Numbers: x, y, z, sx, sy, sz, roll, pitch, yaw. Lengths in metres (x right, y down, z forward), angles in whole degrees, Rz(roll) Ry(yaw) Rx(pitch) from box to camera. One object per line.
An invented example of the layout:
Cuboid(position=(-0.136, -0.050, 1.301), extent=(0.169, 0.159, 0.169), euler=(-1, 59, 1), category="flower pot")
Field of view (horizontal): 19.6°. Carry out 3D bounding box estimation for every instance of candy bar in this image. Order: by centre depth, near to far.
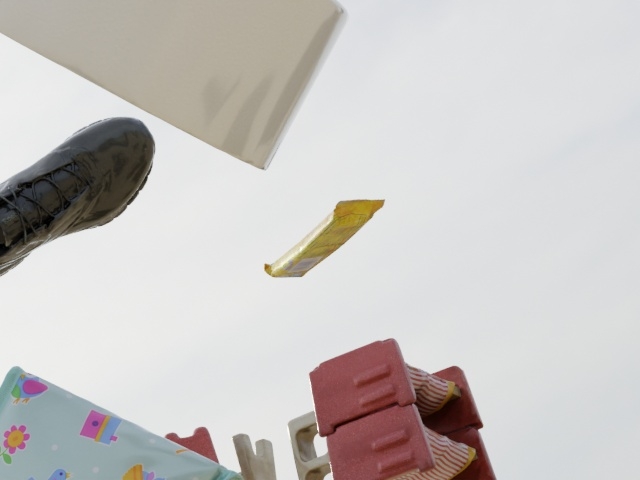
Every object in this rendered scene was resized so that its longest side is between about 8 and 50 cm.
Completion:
Cuboid(position=(0.000, 0.000, 1.439), extent=(0.040, 0.018, 0.161), euler=(-5, -17, -26), category="candy bar")

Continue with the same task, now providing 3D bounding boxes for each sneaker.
Cuboid(position=(-0.305, -0.037, 2.031), extent=(0.286, 0.109, 0.130), euler=(-35, 1, 4), category="sneaker")

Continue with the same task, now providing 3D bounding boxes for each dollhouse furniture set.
Cuboid(position=(-0.015, 0.252, 2.055), extent=(0.374, 0.152, 0.201), euler=(-23, -23, 22), category="dollhouse furniture set")

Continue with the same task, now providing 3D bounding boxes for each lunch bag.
Cuboid(position=(-0.200, 0.270, 1.488), extent=(0.262, 0.223, 0.160), euler=(-64, -16, -11), category="lunch bag")

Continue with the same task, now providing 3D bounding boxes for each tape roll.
Cuboid(position=(-0.128, -0.146, 0.988), extent=(0.100, 0.286, 0.286), euler=(-62, -24, 2), category="tape roll")
